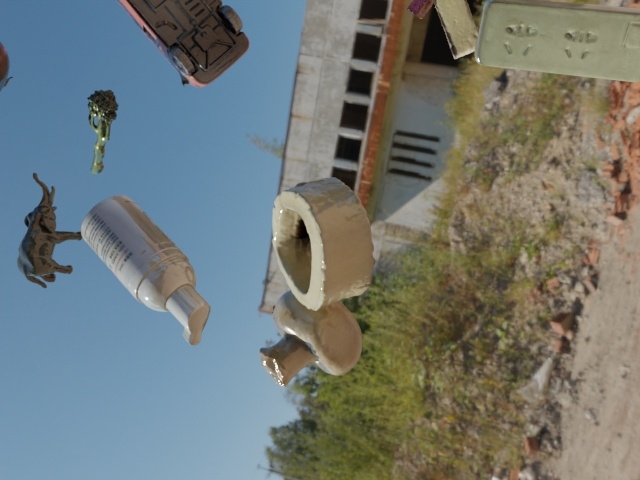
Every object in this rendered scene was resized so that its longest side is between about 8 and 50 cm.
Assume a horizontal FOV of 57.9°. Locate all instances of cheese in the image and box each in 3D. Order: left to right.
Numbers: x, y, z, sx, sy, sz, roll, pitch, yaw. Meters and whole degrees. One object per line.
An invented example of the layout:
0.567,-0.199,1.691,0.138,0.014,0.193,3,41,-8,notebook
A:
-0.003,-0.001,1.439,0.292,0.153,0.332,57,150,34,cheese
0.303,-0.657,1.450,0.400,0.085,0.034,66,-160,-5,cheese

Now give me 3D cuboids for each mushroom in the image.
-0.037,0.293,1.672,0.290,0.297,0.297,-47,-18,-14,mushroom

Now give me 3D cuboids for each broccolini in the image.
-0.605,-0.295,1.597,0.074,0.079,0.392,-47,6,-29,broccolini

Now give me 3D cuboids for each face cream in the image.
-0.360,0.066,1.268,0.145,0.370,0.145,-41,-21,-19,face cream

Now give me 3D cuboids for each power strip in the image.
0.369,-0.281,0.813,0.053,0.288,0.093,-68,-16,-58,power strip

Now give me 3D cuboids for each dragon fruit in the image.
0.360,-0.797,1.926,0.131,0.063,0.097,-49,29,28,dragon fruit

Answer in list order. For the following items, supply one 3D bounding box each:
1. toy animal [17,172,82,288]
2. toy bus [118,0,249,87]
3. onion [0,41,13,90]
-0.661,-0.018,1.412,0.137,0.082,0.269,19,-106,-64,toy animal
-0.393,-0.606,1.492,0.203,0.427,0.233,-43,20,-8,toy bus
-0.870,-0.379,1.301,0.232,0.314,0.314,58,-142,-39,onion
